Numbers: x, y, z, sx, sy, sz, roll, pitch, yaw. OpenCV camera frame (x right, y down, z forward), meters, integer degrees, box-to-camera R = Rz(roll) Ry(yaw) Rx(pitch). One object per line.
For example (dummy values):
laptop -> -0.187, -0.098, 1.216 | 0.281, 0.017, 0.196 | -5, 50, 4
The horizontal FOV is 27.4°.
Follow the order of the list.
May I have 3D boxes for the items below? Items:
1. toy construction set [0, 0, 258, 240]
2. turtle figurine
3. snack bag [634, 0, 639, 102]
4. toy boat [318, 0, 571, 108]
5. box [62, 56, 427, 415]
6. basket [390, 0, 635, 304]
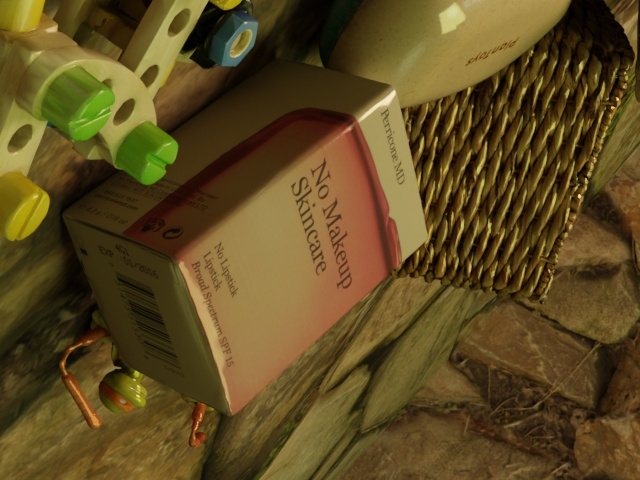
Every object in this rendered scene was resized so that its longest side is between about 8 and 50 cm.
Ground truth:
toy construction set -> -0.080, -0.151, 0.626 | 0.328, 0.151, 0.215 | -43, 168, 20
turtle figurine -> -0.123, 0.066, 1.104 | 0.217, 0.087, 0.269 | -58, 151, -9
snack bag -> 0.312, -0.300, 1.227 | 0.342, 0.037, 0.323 | -12, 102, -79
toy boat -> 0.129, -0.248, 1.017 | 0.267, 0.148, 0.318 | -24, 159, -46
box -> -0.047, -0.009, 0.967 | 0.232, 0.127, 0.148 | -41, 131, -31
basket -> 0.149, -0.119, 1.321 | 0.213, 0.223, 0.299 | -92, -166, -59
